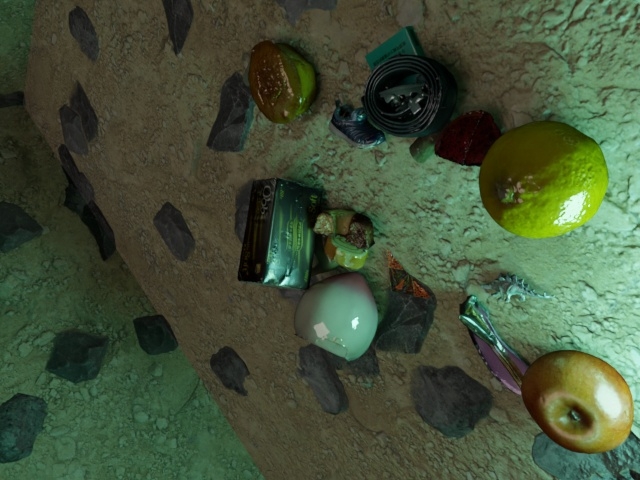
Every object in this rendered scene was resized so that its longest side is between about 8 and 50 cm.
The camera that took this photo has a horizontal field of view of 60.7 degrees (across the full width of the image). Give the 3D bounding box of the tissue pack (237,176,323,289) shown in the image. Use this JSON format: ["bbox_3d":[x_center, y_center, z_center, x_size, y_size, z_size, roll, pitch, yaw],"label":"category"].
[{"bbox_3d":[-0.141,-0.023,1.882,0.198,0.209,0.370,-3,78,55],"label":"tissue pack"}]

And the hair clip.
[{"bbox_3d":[0.521,0.330,1.627,0.110,0.095,0.359,-38,91,13],"label":"hair clip"}]

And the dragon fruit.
[{"bbox_3d":[0.390,-0.269,1.415,0.127,0.120,0.161,41,126,41],"label":"dragon fruit"}]

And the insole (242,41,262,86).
[{"bbox_3d":[-0.232,-0.616,1.913,0.064,0.004,0.188,52,137,13],"label":"insole"}]

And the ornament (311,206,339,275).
[{"bbox_3d":[0.000,0.000,1.963,0.244,0.061,0.230,-23,91,44],"label":"ornament"}]

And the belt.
[{"bbox_3d":[0.226,-0.376,1.436,0.267,0.116,0.207,15,107,40],"label":"belt"}]

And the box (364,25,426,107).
[{"bbox_3d":[0.232,-0.447,1.515,0.160,0.042,0.227,-22,94,49],"label":"box"}]

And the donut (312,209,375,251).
[{"bbox_3d":[0.092,-0.047,1.795,0.217,0.141,0.085,18,113,28],"label":"donut"}]

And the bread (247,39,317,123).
[{"bbox_3d":[-0.130,-0.508,1.768,0.268,0.145,0.269,25,126,39],"label":"bread"}]

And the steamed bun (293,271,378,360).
[{"bbox_3d":[0.070,0.241,1.883,0.309,0.309,0.310,22,125,36],"label":"steamed bun"}]

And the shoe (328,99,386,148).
[{"bbox_3d":[0.110,-0.348,1.649,0.207,0.091,0.106,37,138,30],"label":"shoe"}]

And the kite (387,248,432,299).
[{"bbox_3d":[0.264,0.139,1.814,0.222,0.008,0.125,50,137,13],"label":"kite"}]

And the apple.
[{"bbox_3d":[0.664,0.417,1.419,0.251,0.206,0.272,-38,81,45],"label":"apple"}]

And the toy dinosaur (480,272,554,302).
[{"bbox_3d":[0.540,0.135,1.517,0.208,0.039,0.082,9,115,41],"label":"toy dinosaur"}]

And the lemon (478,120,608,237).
[{"bbox_3d":[0.501,-0.138,1.242,0.293,0.293,0.293,22,125,36],"label":"lemon"}]

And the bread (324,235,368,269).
[{"bbox_3d":[0.087,0.032,1.840,0.149,0.122,0.073,21,124,3],"label":"bread"}]

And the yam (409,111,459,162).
[{"bbox_3d":[0.313,-0.288,1.500,0.068,0.068,0.169,53,139,10],"label":"yam"}]
